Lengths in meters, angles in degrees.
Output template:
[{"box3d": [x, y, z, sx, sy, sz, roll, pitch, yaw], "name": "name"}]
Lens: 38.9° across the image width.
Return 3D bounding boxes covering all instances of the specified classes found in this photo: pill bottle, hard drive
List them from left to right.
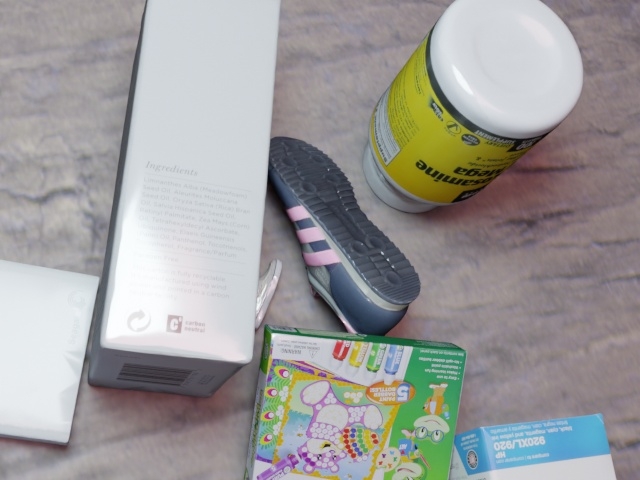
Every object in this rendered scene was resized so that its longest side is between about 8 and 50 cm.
[{"box3d": [-0.429, 0.113, 1.047, 0.307, 0.040, 0.203, 11, 69, -13], "name": "hard drive"}, {"box3d": [0.174, -0.158, 1.170, 0.188, 0.334, 0.188, 5, 70, -15], "name": "pill bottle"}]

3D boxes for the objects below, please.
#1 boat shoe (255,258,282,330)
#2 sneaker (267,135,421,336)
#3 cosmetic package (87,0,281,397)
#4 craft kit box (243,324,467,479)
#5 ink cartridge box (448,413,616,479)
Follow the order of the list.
[{"box3d": [-0.081, 0.065, 1.177, 0.035, 0.035, 0.100, 25, 72, -11], "name": "boat shoe"}, {"box3d": [0.000, 0.000, 1.190, 0.112, 0.131, 0.319, -5, 49, -35], "name": "sneaker"}, {"box3d": [-0.164, -0.059, 1.088, 0.161, 0.230, 0.453, 9, 70, -15], "name": "cosmetic package"}, {"box3d": [0.038, 0.237, 1.093, 0.250, 0.061, 0.247, 6, 97, -15], "name": "craft kit box"}, {"box3d": [0.255, 0.346, 1.107, 0.168, 0.171, 0.233, -2, 72, -18], "name": "ink cartridge box"}]
